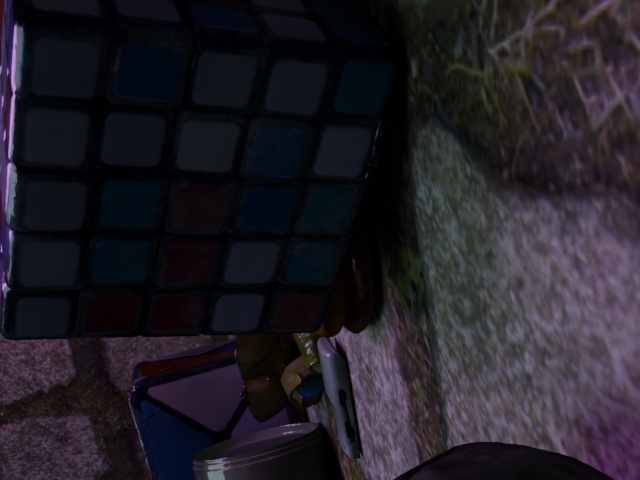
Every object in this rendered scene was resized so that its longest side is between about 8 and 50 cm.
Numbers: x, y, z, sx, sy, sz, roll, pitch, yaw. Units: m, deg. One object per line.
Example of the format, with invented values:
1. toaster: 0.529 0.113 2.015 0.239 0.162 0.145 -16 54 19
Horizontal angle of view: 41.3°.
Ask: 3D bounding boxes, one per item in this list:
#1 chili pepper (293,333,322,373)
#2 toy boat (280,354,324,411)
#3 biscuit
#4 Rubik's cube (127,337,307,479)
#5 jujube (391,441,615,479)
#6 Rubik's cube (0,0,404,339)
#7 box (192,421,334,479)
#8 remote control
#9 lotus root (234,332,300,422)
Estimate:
1. chili pepper: -0.026 0.119 1.252 0.052 0.050 0.202 -57 30 20
2. toy boat: -0.023 0.225 1.315 0.066 0.065 0.172 50 163 19
3. biscuit: 0.000 0.000 0.933 0.220 0.066 0.221 166 90 -78
4. Rubik's cube: -0.194 0.369 1.663 0.305 0.307 0.310 174 81 -76
5. jujube: 0.098 0.248 0.405 0.246 0.215 0.308 -41 -64 -77
6. Rubik's cube: -0.135 -0.109 0.756 0.293 0.286 0.292 -116 36 -47
7. box: -0.089 0.406 1.416 0.226 0.226 0.149 150 107 -78
8. remote control: 0.023 0.214 1.154 0.065 0.029 0.166 -135 33 -67
9. lotus root: -0.072 0.194 1.408 0.204 0.077 0.183 -77 -26 -47
